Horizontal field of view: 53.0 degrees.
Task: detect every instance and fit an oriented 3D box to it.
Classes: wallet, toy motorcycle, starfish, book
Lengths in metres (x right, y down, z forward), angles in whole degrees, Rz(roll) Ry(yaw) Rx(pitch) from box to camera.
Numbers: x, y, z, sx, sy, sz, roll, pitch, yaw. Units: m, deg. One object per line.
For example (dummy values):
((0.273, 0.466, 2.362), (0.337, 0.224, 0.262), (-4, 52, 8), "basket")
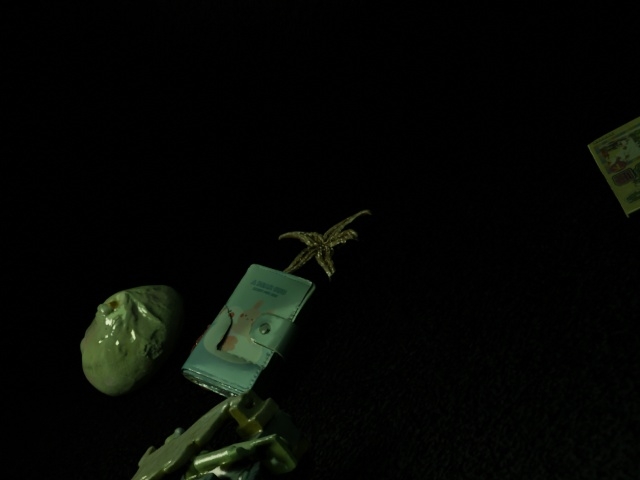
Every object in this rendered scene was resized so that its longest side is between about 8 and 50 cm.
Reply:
((-0.119, 0.165, 1.165), (0.176, 0.075, 0.250), (14, 57, 30), "wallet")
((-0.170, 0.347, 0.878), (0.410, 0.169, 0.237), (-33, 7, 43), "toy motorcycle")
((0.004, 0.006, 1.307), (0.213, 0.057, 0.238), (-45, 30, -21), "starfish")
((0.484, -0.128, 0.905), (0.168, 0.013, 0.192), (-30, 31, 23), "book")

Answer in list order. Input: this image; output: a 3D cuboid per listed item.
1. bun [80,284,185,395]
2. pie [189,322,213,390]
((-0.455, 0.210, 1.487), (0.283, 0.179, 0.283), (-34, 29, 22), "bun")
((-0.179, 0.212, 1.256), (0.182, 0.049, 0.182), (-27, 33, 19), "pie")
